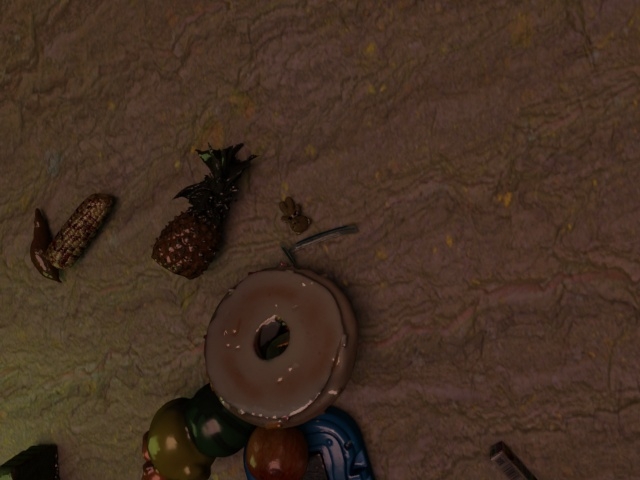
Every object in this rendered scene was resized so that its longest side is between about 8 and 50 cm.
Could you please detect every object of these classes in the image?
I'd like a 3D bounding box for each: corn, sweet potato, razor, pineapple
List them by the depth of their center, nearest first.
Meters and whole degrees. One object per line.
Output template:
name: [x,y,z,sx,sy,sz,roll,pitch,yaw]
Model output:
razor: [-0.001,-0.003,1.326,0.191,0.037,0.068,-22,131,12]
pineapple: [-0.288,-0.088,1.352,0.166,0.165,0.364,26,92,12]
corn: [-0.657,-0.030,1.473,0.086,0.086,0.253,42,102,8]
sweet potato: [-0.790,0.020,1.521,0.068,0.068,0.226,-18,88,15]

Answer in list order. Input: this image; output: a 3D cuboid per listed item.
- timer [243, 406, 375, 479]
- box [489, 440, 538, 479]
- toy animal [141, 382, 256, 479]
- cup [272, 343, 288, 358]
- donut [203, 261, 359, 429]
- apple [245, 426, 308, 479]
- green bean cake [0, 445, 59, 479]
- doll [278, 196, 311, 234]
timer: [-0.026,0.597,1.338,0.309,0.115,0.340,-16,88,12]
box: [0.471,0.559,1.234,0.041,0.050,0.207,-44,83,17]
toy animal: [-0.317,0.478,1.346,0.338,0.216,0.191,-33,128,8]
cup: [-0.068,0.314,1.358,0.099,0.102,0.074,-10,130,14]
donut: [-0.090,0.244,1.263,0.383,0.142,0.382,-5,67,13]
apple: [-0.097,0.484,1.225,0.146,0.146,0.131,4,56,15]
green bean cake: [-0.836,0.692,1.527,0.094,0.173,0.181,-1,96,14]
doll: [-0.067,-0.061,1.346,0.061,0.051,0.093,-39,55,15]
